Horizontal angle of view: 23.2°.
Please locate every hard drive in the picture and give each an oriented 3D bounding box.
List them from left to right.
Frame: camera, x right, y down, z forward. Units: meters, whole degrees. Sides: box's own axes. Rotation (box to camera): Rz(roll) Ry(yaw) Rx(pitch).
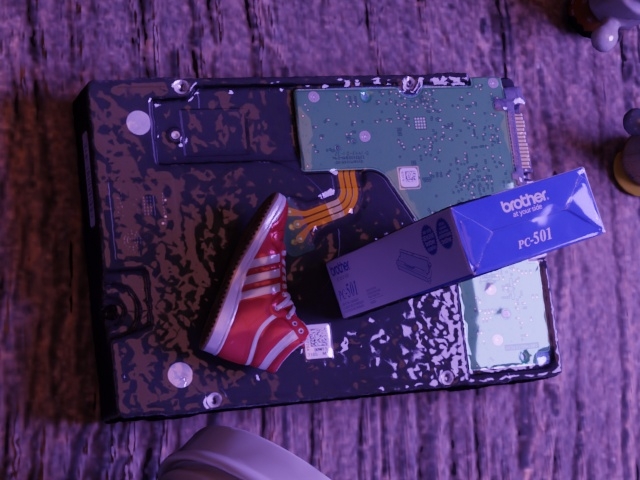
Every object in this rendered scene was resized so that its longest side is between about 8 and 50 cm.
[{"bbox_3d":[0.000,0.000,1.124,0.339,0.064,0.237,-4,81,-21],"label":"hard drive"}]

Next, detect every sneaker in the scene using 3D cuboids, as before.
[{"bbox_3d":[-0.030,0.031,1.050,0.067,0.042,0.118,25,79,-11],"label":"sneaker"}]

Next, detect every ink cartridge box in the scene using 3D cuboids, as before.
[{"bbox_3d":[0.087,0.005,1.009,0.097,0.207,0.046,-16,86,-23],"label":"ink cartridge box"}]

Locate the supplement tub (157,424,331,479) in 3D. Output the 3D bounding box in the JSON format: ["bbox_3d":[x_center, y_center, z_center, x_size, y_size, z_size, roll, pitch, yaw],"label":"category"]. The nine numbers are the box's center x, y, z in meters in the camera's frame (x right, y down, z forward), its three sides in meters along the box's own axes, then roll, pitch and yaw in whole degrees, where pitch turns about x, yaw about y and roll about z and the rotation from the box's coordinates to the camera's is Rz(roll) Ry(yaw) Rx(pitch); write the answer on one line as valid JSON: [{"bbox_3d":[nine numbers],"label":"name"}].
[{"bbox_3d":[-0.105,0.297,0.923,0.241,0.241,0.331,47,63,-7],"label":"supplement tub"}]

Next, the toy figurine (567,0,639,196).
[{"bbox_3d":[0.312,-0.153,1.236,0.209,0.148,0.213,-22,90,-17],"label":"toy figurine"}]
